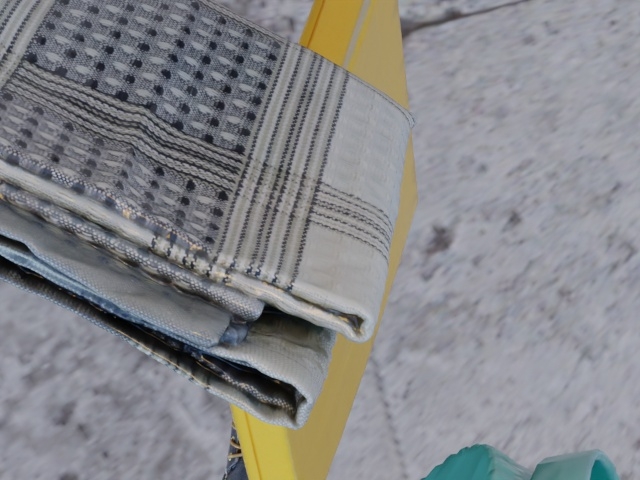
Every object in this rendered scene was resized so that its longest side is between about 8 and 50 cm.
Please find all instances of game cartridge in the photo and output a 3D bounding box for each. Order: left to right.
[{"bbox_3d":[0.000,0.000,1.413,0.052,0.324,0.285,10,143,15],"label":"game cartridge"}]

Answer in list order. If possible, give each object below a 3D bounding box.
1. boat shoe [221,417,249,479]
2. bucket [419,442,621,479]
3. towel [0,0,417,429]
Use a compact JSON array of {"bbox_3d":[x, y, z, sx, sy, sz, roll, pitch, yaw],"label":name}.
[{"bbox_3d":[-0.057,0.176,1.705,0.065,0.183,0.083,-3,124,22],"label":"boat shoe"},{"bbox_3d":[0.050,0.195,0.484,0.183,0.281,0.281,34,108,-2],"label":"bucket"},{"bbox_3d":[-0.102,-0.067,1.024,0.312,0.324,0.056,29,120,-6],"label":"towel"}]
